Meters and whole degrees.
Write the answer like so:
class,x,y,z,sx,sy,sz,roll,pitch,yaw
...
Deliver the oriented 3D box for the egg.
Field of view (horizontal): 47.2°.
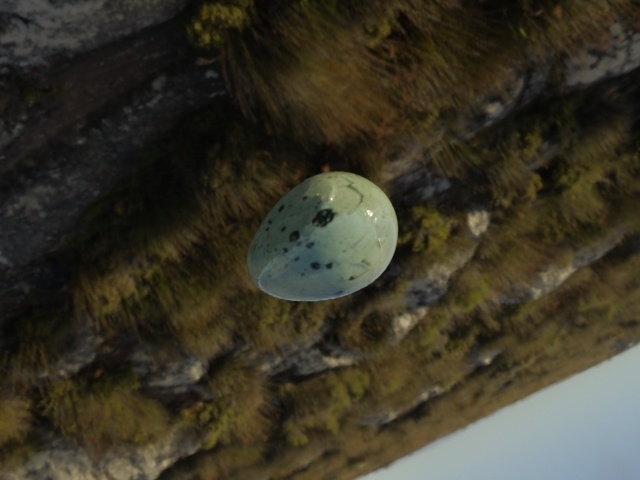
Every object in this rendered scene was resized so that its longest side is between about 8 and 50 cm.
class,x,y,z,sx,sy,sz,roll,pitch,yaw
egg,0.000,0.000,0.756,0.164,0.131,0.131,-29,163,-5
